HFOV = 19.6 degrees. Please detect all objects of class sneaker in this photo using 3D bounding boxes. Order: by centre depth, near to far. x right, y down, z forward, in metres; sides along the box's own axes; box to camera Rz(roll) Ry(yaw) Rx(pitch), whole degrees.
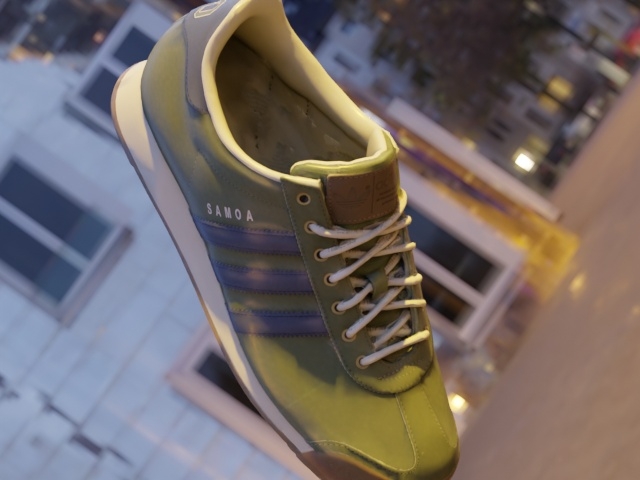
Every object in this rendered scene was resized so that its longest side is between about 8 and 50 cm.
[{"bbox_3d":[0.000,0.000,0.643,0.064,0.192,0.086,-26,-9,-39],"label":"sneaker"}]
